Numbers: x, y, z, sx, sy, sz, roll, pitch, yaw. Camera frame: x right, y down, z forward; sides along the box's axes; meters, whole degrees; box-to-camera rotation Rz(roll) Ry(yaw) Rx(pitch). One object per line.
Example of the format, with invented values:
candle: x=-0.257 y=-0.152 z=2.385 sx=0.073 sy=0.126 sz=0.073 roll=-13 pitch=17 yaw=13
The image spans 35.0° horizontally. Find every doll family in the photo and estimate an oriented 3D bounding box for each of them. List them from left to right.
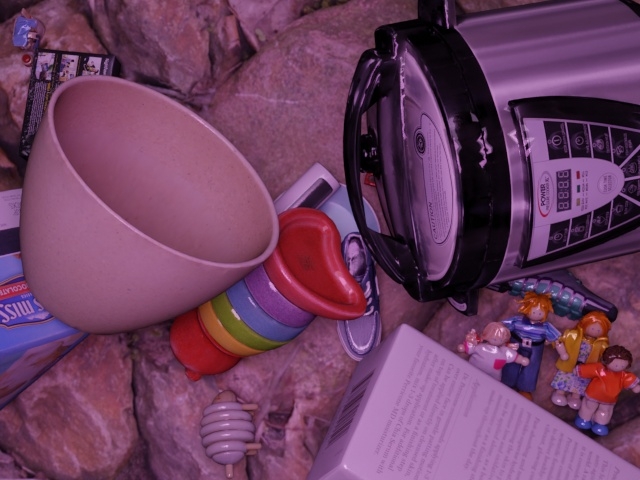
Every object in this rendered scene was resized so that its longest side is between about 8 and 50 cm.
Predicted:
doll family: x=0.322 y=0.158 z=1.445 sx=0.262 sy=0.118 sz=0.163 roll=11 pitch=118 yaw=2

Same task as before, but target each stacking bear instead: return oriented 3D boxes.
stacking bear: x=-0.104 y=0.097 z=1.458 sx=0.289 sy=0.164 sz=0.175 roll=-38 pitch=62 yaw=32

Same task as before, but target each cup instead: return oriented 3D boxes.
cup: x=-0.255 y=-0.016 z=1.312 sx=0.331 sy=0.331 sz=0.237 roll=48 pitch=117 yaw=10

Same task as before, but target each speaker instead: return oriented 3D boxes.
speaker: x=-0.036 y=-0.053 z=1.532 sx=0.136 sy=0.055 sz=0.055 roll=-44 pitch=80 yaw=-4

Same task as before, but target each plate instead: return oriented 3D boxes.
plate: x=0.000 y=0.000 z=1.560 sx=0.188 sy=0.024 sz=0.188 roll=-1 pitch=81 yaw=5

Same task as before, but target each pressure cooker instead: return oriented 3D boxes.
pressure cooker: x=0.234 y=-0.119 z=1.355 sx=0.420 sy=0.375 sz=0.370 roll=-11 pitch=65 yaw=-13

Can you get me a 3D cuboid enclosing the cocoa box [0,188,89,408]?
cocoa box: x=-0.515 y=0.122 z=1.412 sx=0.347 sy=0.231 sz=0.228 roll=-38 pitch=79 yaw=29

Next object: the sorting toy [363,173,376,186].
sorting toy: x=0.155 y=-0.184 z=1.566 sx=0.132 sy=0.046 sz=0.275 roll=12 pitch=81 yaw=6

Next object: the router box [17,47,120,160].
router box: x=-0.399 y=-0.210 z=1.616 sx=0.133 sy=0.046 sz=0.179 roll=6 pitch=82 yaw=4

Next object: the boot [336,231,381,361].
boot: x=0.052 y=0.083 z=1.488 sx=0.069 sy=0.086 sz=0.190 roll=-7 pitch=83 yaw=2

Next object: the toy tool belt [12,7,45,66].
toy tool belt: x=-0.476 y=-0.327 z=1.639 sx=0.052 sy=0.051 sz=0.083 roll=3 pitch=81 yaw=5

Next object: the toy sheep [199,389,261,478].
toy sheep: x=-0.134 y=0.284 z=1.494 sx=0.091 sy=0.091 sz=0.132 roll=-10 pitch=62 yaw=3

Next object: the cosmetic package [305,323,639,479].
cosmetic package: x=0.226 y=0.335 z=1.326 sx=0.453 sy=0.161 sz=0.230 roll=32 pitch=55 yaw=-4

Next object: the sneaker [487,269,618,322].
sneaker: x=0.339 y=0.047 z=1.499 sx=0.223 sy=0.083 sz=0.098 roll=21 pitch=73 yaw=5
